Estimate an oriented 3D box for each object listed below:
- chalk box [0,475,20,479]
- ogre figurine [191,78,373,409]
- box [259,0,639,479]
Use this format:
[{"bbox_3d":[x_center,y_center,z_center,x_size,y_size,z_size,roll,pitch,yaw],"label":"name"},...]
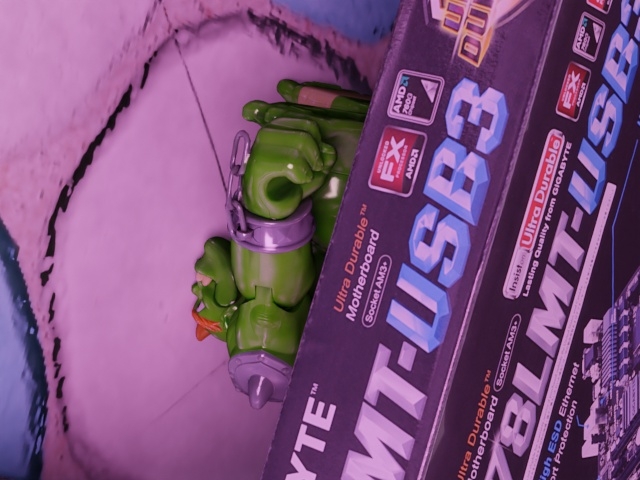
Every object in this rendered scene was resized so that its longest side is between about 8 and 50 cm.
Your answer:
[{"bbox_3d":[-0.099,0.159,0.603,0.213,0.132,0.132,21,83,-51],"label":"chalk box"},{"bbox_3d":[0.000,0.000,0.705,0.197,0.097,0.118,-114,-146,-77],"label":"ogre figurine"},{"bbox_3d":[0.109,0.031,0.656,0.293,0.073,0.295,15,91,-51],"label":"box"}]
